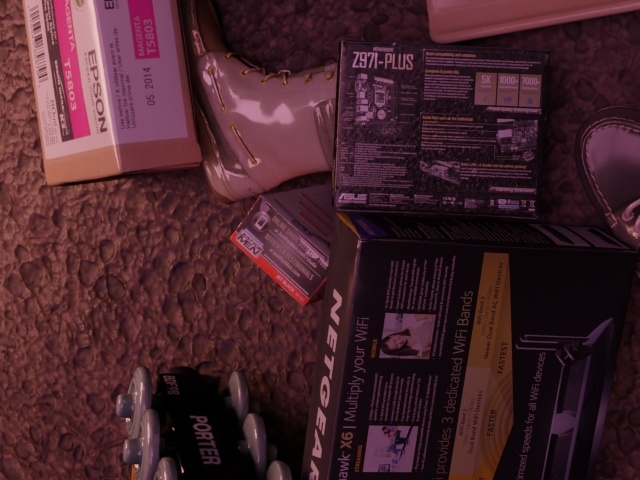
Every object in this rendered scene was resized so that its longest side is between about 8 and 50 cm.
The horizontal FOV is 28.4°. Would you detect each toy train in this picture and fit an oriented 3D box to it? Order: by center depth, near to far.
[{"bbox_3d":[-0.115,0.245,1.155,0.142,0.334,0.190,5,109,-17],"label":"toy train"}]

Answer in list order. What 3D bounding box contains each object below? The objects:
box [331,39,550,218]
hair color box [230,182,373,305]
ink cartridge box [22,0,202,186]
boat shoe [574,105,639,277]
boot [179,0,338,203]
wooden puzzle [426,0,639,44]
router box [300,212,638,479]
[{"bbox_3d":[0.102,-0.098,1.109,0.180,0.077,0.147,2,97,0],"label":"box"},{"bbox_3d":[0.000,0.000,1.144,0.093,0.167,0.053,42,109,14],"label":"hair color box"},{"bbox_3d":[-0.206,-0.175,1.209,0.193,0.088,0.234,-4,94,59],"label":"ink cartridge box"},{"bbox_3d":[0.328,0.022,1.049,0.112,0.095,0.335,-40,80,21],"label":"boat shoe"},{"bbox_3d":[-0.048,-0.154,1.200,0.165,0.077,0.213,-13,95,24],"label":"boot"},{"bbox_3d":[0.189,-0.303,1.107,0.221,0.044,0.238,-7,88,24],"label":"wooden puzzle"},{"bbox_3d":[0.117,0.138,1.072,0.243,0.081,0.308,3,106,-16],"label":"router box"}]
